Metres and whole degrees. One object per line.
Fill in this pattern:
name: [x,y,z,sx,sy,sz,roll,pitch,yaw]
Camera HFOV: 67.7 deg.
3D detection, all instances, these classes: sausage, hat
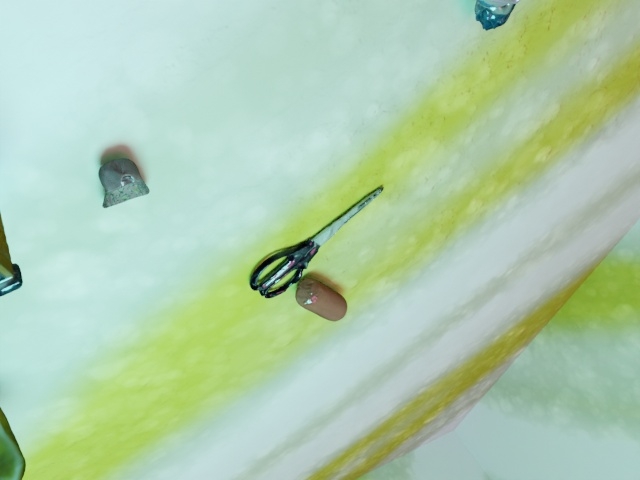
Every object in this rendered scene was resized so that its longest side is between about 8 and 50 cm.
sausage: [0.005,0.123,0.969,0.062,0.062,0.154,-42,144,7]
hat: [-0.244,-0.072,0.578,0.058,0.042,0.087,-23,175,-20]

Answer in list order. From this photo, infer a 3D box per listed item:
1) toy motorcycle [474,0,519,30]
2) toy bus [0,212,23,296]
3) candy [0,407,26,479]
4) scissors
toy motorcycle: [0.254,-0.370,0.607,0.239,0.108,0.204,-35,163,-17]
toy bus: [-0.382,-0.072,0.328,0.162,0.194,0.323,-27,146,-13]
candy: [-0.487,0.272,0.563,0.118,0.260,0.260,-33,144,2]
scissors: [0.000,0.000,0.867,0.300,0.022,0.109,-39,148,1]
